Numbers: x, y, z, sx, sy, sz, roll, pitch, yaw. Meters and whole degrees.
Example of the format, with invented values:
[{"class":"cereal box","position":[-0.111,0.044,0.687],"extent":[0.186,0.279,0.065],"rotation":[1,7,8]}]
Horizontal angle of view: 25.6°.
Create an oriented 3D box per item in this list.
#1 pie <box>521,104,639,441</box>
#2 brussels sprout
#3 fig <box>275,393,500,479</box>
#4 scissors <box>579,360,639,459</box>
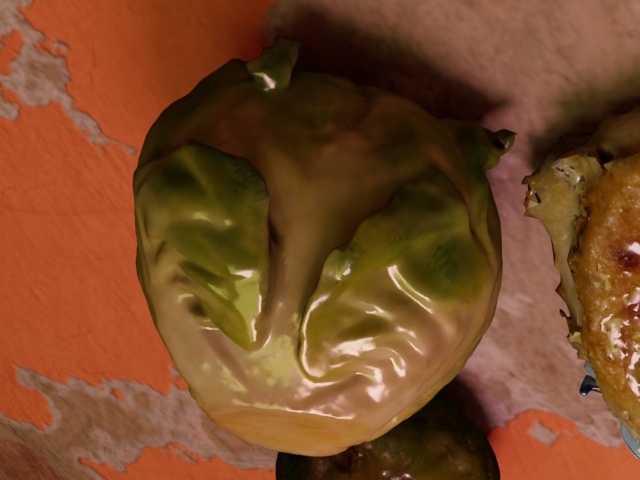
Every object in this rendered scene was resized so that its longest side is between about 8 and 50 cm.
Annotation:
[{"class":"pie","position":[0.298,0.040,0.928],"extent":[0.355,0.103,0.288],"rotation":[10,129,27]},{"class":"brussels sprout","position":[-0.002,0.000,0.993],"extent":[0.259,0.294,0.227],"rotation":[7,168,-1]},{"class":"fig","position":[0.053,0.210,1.263],"extent":[0.195,0.195,0.245],"rotation":[38,179,-7]},{"class":"scissors","position":[0.381,0.135,1.043],"extent":[0.393,0.032,0.180],"rotation":[8,136,30]}]
